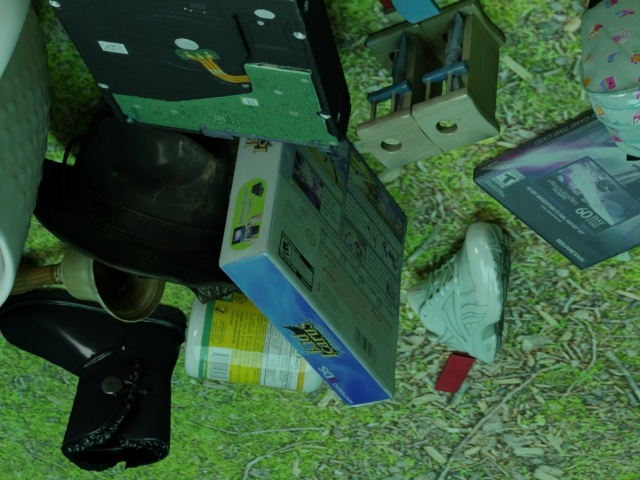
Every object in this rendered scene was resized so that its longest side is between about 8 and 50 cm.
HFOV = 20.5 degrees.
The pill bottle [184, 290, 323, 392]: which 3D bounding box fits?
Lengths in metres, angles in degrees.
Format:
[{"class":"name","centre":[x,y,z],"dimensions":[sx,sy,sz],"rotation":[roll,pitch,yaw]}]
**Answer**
[{"class":"pill bottle","centre":[-0.051,0.118,2.106],"dimensions":[0.208,0.117,0.117],"rotation":[8,143,1]}]

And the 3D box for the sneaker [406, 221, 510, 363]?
[{"class":"sneaker","centre":[0.156,0.061,2.022],"dimensions":[0.115,0.090,0.232],"rotation":[7,142,6]}]

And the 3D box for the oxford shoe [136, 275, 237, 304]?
[{"class":"oxford shoe","centre":[-0.104,0.033,2.012],"dimensions":[0.227,0.096,0.083],"rotation":[7,162,0]}]

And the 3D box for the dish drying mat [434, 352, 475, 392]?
[{"class":"dish drying mat","centre":[0.168,0.166,2.218],"dimensions":[0.032,0.008,0.083],"rotation":[12,141,-6]}]

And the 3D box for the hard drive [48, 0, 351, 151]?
[{"class":"hard drive","centre":[-0.105,-0.182,1.607],"dimensions":[0.237,0.064,0.339],"rotation":[9,162,11]}]

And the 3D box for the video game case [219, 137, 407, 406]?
[{"class":"video game case","centre":[0.000,0.000,1.839],"dimensions":[0.061,0.244,0.269],"rotation":[-14,137,26]}]

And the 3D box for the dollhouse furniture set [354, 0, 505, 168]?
[{"class":"dollhouse furniture set","centre":[0.073,-0.184,1.681],"dimensions":[0.129,0.129,0.184],"rotation":[-18,137,29]}]

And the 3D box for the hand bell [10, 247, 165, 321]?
[{"class":"hand bell","centre":[-0.312,0.038,2.089],"dimensions":[0.242,0.126,0.126],"rotation":[-5,143,37]}]

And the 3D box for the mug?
[{"class":"mug","centre":[-0.367,-0.143,1.652],"dimensions":[0.276,0.328,0.374],"rotation":[26,139,-23]}]

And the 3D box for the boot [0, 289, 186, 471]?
[{"class":"boot","centre":[-0.291,0.171,2.145],"dimensions":[0.246,0.207,0.094],"rotation":[5,143,5]}]

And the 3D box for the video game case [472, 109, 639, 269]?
[{"class":"video game case","centre":[0.328,-0.071,1.870],"dimensions":[0.274,0.026,0.196],"rotation":[-25,132,37]}]

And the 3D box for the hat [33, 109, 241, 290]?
[{"class":"hat","centre":[-0.163,-0.062,1.834],"dimensions":[0.331,0.331,0.134],"rotation":[20,102,-16]}]

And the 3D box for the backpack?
[{"class":"backpack","centre":[0.302,-0.162,1.626],"dimensions":[0.152,0.182,0.115],"rotation":[-20,135,32]}]
